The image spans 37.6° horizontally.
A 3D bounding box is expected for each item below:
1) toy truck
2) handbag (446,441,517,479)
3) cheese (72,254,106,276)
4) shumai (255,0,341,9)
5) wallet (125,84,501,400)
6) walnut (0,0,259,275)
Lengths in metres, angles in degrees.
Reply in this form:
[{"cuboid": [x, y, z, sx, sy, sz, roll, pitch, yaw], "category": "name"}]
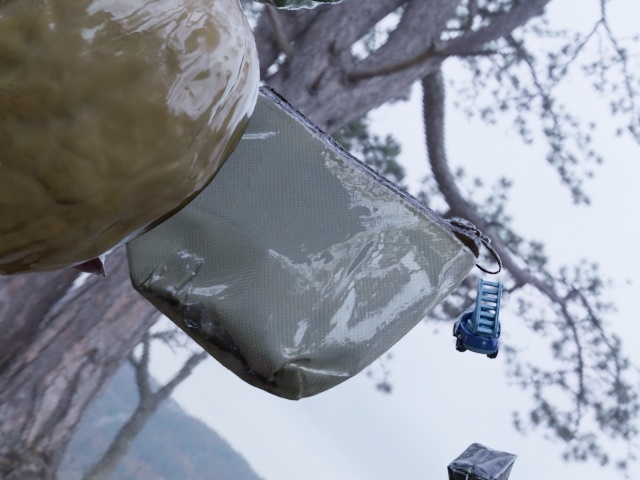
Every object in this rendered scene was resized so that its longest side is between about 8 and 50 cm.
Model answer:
[{"cuboid": [0.199, 0.093, 1.147, 0.056, 0.090, 0.073, 12, 21, -2], "category": "toy truck"}, {"cuboid": [0.226, 0.379, 1.385, 0.072, 0.115, 0.139, 18, -71, 28], "category": "handbag"}, {"cuboid": [-0.286, -0.010, 1.063, 0.145, 0.038, 0.095, 41, -29, 25], "category": "cheese"}, {"cuboid": [-0.118, -0.308, 0.789, 0.309, 0.263, 0.304, 60, -9, -4], "category": "shumai"}, {"cuboid": [-0.026, 0.002, 0.921, 0.335, 0.275, 0.068, 38, -22, 21], "category": "wallet"}, {"cuboid": [-0.164, -0.095, 0.582, 0.225, 0.261, 0.225, 57, 17, -28], "category": "walnut"}]
